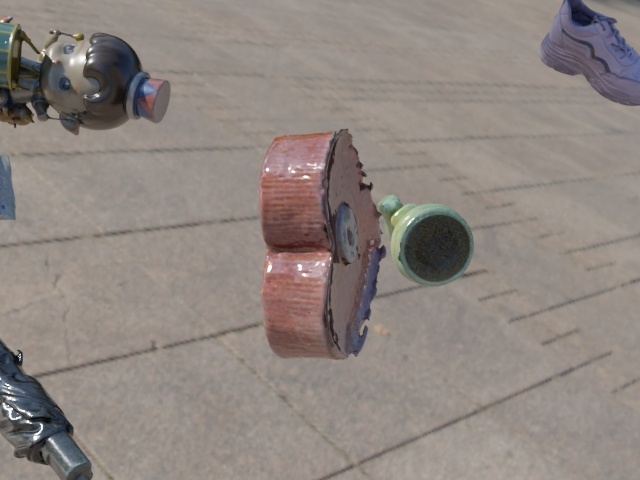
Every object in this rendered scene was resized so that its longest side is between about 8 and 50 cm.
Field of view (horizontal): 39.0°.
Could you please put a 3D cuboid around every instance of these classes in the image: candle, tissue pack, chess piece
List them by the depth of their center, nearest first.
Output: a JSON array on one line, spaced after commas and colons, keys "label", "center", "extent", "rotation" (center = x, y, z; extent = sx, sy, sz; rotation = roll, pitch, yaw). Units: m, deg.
[{"label": "candle", "center": [0.000, 0.000, 1.291], "extent": [0.131, 0.317, 0.287], "rotation": [1, 8, 22]}, {"label": "tissue pack", "center": [-0.628, -0.085, 1.584], "extent": [0.193, 0.122, 0.026], "rotation": [-9, -8, -44]}, {"label": "chess piece", "center": [0.203, -0.010, 1.946], "extent": [0.176, 0.175, 0.298], "rotation": [12, 7, -14]}]

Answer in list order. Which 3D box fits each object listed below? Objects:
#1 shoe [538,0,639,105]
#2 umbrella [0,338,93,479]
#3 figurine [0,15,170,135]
[{"label": "shoe", "center": [0.516, -0.342, 1.629], "extent": [0.245, 0.137, 0.095], "rotation": [34, 63, 23]}, {"label": "umbrella", "center": [-0.298, 0.159, 0.884], "extent": [0.066, 0.059, 0.236], "rotation": [-24, 49, -36]}, {"label": "figurine", "center": [-0.359, -0.239, 1.326], "extent": [0.275, 0.161, 0.158], "rotation": [4, -14, -15]}]
